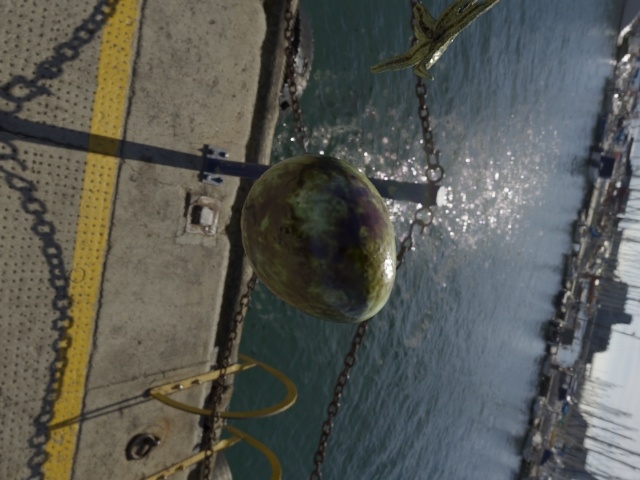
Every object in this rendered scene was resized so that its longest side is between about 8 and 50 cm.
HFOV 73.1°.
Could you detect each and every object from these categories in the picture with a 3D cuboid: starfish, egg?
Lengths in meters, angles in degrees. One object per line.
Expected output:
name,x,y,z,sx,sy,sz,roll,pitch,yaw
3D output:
starfish,0.177,-0.326,0.683,0.050,0.223,0.217,35,43,-46
egg,0.000,0.000,0.696,0.238,0.238,0.290,7,51,-56
